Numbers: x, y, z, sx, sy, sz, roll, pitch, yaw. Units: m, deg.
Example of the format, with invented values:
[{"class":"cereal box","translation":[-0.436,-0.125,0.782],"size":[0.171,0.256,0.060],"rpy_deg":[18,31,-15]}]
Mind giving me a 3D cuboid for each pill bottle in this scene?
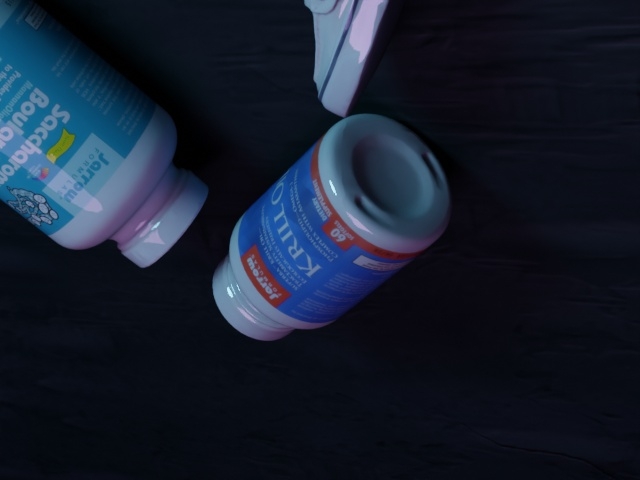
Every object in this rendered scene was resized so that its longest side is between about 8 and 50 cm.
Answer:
[{"class":"pill bottle","translation":[-0.221,-0.092,1.173],"size":[0.264,0.146,0.146],"rpy_deg":[39,137,-17]},{"class":"pill bottle","translation":[0.000,0.000,1.180],"size":[0.124,0.124,0.221],"rpy_deg":[35,137,-12]}]

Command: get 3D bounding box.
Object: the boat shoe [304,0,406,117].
[{"class":"boat shoe","translation":[0.022,-0.205,0.991],"size":[0.084,0.095,0.258],"rpy_deg":[22,129,9]}]
